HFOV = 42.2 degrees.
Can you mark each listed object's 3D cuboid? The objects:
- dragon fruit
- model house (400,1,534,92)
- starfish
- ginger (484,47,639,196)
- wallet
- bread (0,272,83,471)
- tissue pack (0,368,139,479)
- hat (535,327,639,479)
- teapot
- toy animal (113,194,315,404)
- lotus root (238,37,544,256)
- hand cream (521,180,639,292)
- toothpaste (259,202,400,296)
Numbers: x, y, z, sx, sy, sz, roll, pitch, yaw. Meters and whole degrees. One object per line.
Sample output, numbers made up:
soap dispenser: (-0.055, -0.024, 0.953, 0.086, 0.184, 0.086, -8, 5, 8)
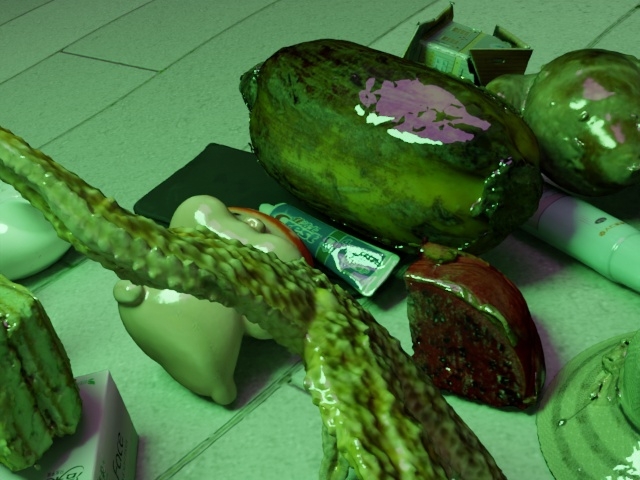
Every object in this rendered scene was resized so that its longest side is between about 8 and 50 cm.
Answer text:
dragon fruit: (0.151, 0.060, 0.760, 0.127, 0.120, 0.161, 9, 31, 21)
model house: (0.176, -0.172, 1.074, 0.136, 0.219, 0.207, 22, 35, 16)
starfish: (0.006, 0.112, 0.499, 0.132, 0.398, 0.383, -39, 62, -2)
ginger: (0.361, -0.135, 0.906, 0.376, 0.176, 0.256, 1, 39, 1)
wallet: (-0.052, -0.033, 1.032, 0.378, 0.051, 0.197, 15, 44, 31)
bread: (-0.279, 0.093, 0.677, 0.196, 0.138, 0.102, 10, 40, 42)
tissue pack: (-0.290, 0.212, 0.709, 0.247, 0.092, 0.148, -15, 31, 0)
hat: (0.290, 0.110, 0.637, 0.252, 0.109, 0.252, -9, 32, 6)
teapot: (-0.425, -0.037, 1.103, 0.298, 0.139, 0.204, 11, 42, 32)
toy animal: (-0.097, 0.048, 0.838, 0.171, 0.171, 0.197, 11, 43, 33)
lotus root: (0.056, -0.109, 0.901, 0.397, 0.195, 0.179, 31, 15, 38)
hand cream: (0.255, -0.026, 0.919, 0.085, 0.058, 0.331, -35, 30, -8)
toothpaste: (0.000, 0.000, 0.914, 0.197, 0.034, 0.057, 30, 72, 37)
